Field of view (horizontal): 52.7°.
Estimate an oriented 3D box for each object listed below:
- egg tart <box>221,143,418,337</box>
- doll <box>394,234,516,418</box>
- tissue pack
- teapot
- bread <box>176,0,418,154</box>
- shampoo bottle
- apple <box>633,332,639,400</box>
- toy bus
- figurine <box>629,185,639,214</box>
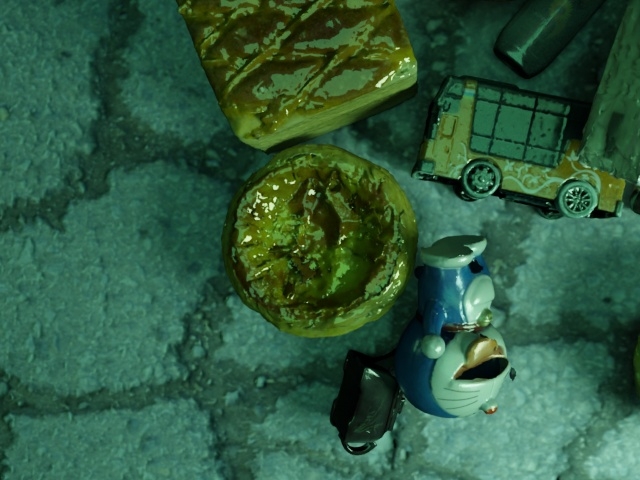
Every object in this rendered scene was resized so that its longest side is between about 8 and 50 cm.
[{"bbox_3d":[0.000,0.000,0.951,0.290,0.115,0.290,-1,87,11],"label":"egg tart"},{"bbox_3d":[0.193,0.121,0.904,0.161,0.215,0.257,12,110,37],"label":"doll"},{"bbox_3d":[0.495,-0.177,0.778,0.343,0.125,0.242,2,112,-27],"label":"tissue pack"},{"bbox_3d":[0.081,0.242,0.979,0.096,0.087,0.177,14,95,-16],"label":"teapot"},{"bbox_3d":[-0.030,-0.293,0.903,0.279,0.207,0.279,-18,90,7],"label":"bread"},{"bbox_3d":[0.353,-0.344,0.926,0.087,0.049,0.234,41,97,2],"label":"shampoo bottle"},{"bbox_3d":[0.551,0.178,0.831,0.279,0.279,0.279,0,93,8],"label":"apple"},{"bbox_3d":[0.276,-0.127,0.904,0.275,0.138,0.167,12,92,6],"label":"toy bus"},{"bbox_3d":[0.480,-0.082,0.926,0.060,0.047,0.106,17,87,-29],"label":"figurine"}]
